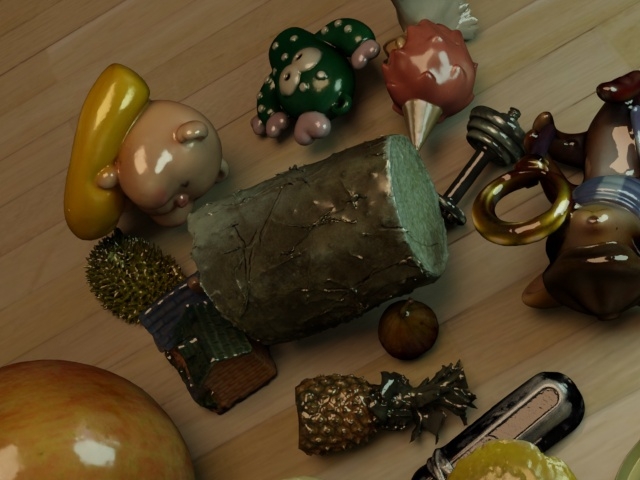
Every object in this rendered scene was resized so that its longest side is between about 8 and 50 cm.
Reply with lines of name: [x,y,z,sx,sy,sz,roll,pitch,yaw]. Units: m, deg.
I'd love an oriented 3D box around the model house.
model house: [-0.173,0.136,1.423,0.166,0.172,0.183,-34,56,1]

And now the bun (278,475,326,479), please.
bun: [-0.014,0.420,1.224,0.220,0.134,0.220,-11,64,23]

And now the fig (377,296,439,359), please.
fig: [0.117,0.114,1.343,0.088,0.125,0.089,-7,61,13]

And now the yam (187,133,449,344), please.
yam: [0.000,0.000,1.352,0.348,0.241,0.241,-22,55,30]

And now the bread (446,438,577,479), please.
bread: [0.233,0.340,1.137,0.197,0.170,0.197,-6,72,19]

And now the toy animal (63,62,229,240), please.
toy animal: [-0.280,-0.112,1.589,0.246,0.345,0.278,16,81,-7]

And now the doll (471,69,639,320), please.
doll: [0.383,-0.066,1.281,0.317,0.209,0.340,12,64,17]

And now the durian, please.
durian: [-0.324,0.051,1.582,0.220,0.095,0.137,29,76,39]

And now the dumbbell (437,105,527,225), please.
dumbbell: [0.220,-0.094,1.437,0.110,0.110,0.254,34,86,33]

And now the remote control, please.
remote control: [0.226,0.265,1.249,0.266,0.066,0.090,-37,54,0]

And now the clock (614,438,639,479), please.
clock: [0.442,0.302,1.101,0.235,0.029,0.235,-33,37,30]

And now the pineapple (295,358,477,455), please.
pineapple: [0.088,0.229,1.314,0.251,0.125,0.125,-11,59,5]

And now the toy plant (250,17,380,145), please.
toy plant: [-0.013,-0.271,1.616,0.243,0.112,0.233,17,81,46]

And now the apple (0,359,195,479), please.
apple: [-0.378,0.350,1.287,0.391,0.346,0.392,-13,59,22]

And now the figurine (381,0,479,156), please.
figurine: [0.166,-0.300,1.535,0.166,0.207,0.387,-10,72,40]
